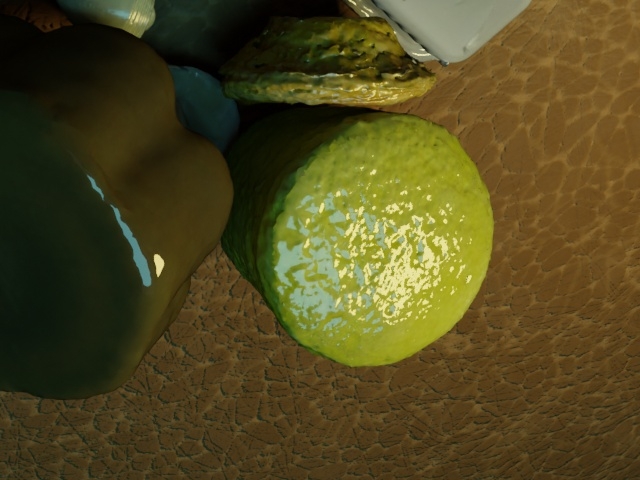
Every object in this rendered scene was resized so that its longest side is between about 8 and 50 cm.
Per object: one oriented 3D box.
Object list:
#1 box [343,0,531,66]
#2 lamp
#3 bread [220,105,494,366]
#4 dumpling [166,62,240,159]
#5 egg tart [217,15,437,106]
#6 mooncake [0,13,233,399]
[{"bbox_3d":[0.163,-0.364,1.557,0.264,0.106,0.337,-41,134,18],"label":"box"},{"bbox_3d":[-0.294,-0.308,1.435,0.193,0.106,0.106,21,122,-24],"label":"lamp"},{"bbox_3d":[0.037,-0.021,1.599,0.348,0.308,0.348,-7,106,-23],"label":"bread"},{"bbox_3d":[-0.233,-0.126,1.613,0.204,0.163,0.293,-46,149,-46],"label":"dumpling"},{"bbox_3d":[0.007,-0.241,1.550,0.294,0.294,0.123,-5,99,-18],"label":"egg tart"},{"bbox_3d":[-0.350,-0.043,1.425,0.467,0.262,0.467,10,121,16],"label":"mooncake"}]
